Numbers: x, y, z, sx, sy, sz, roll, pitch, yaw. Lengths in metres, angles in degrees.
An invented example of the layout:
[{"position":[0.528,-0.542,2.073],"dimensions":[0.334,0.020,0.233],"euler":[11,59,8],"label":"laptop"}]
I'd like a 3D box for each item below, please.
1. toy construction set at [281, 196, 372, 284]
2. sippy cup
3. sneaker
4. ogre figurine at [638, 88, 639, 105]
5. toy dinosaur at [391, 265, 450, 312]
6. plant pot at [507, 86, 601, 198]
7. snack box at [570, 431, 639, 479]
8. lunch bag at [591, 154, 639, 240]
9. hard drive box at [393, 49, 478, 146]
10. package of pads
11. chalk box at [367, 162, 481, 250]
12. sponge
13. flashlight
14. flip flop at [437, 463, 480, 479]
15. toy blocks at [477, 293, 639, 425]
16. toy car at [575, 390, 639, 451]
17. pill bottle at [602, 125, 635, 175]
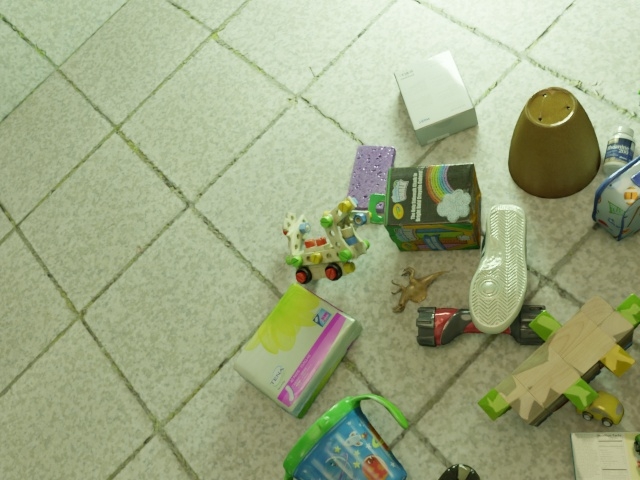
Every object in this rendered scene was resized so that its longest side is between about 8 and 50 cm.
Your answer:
[{"position":[0.000,0.000,1.775],"dimensions":[0.328,0.151,0.214],"euler":[-5,104,50],"label":"toy construction set"},{"position":[0.070,0.524,1.509],"dimensions":[0.224,0.305,0.240],"euler":[43,42,21],"label":"sippy cup"},{"position":[0.445,0.087,1.592],"dimensions":[0.131,0.148,0.349],"euler":[10,60,20],"label":"sneaker"},{"position":[0.898,-0.385,1.684],"dimensions":[0.118,0.097,0.196],"euler":[21,90,9],"label":"ogre figurine"},{"position":[0.252,0.116,1.726],"dimensions":[0.183,0.053,0.092],"euler":[-41,74,8],"label":"toy dinosaur"},{"position":[0.587,-0.267,1.651],"dimensions":[0.237,0.254,0.237],"euler":[-9,64,18],"label":"plant pot"},{"position":[0.704,0.498,1.359],"dimensions":[0.322,0.060,0.187],"euler":[-6,63,18],"label":"snack box"},{"position":[0.787,-0.143,1.522],"dimensions":[0.303,0.243,0.115],"euler":[-37,59,2],"label":"lunch bag"},{"position":[0.337,-0.419,1.910],"dimensions":[0.181,0.089,0.232],"euler":[-19,61,12],"label":"hard drive box"},{"position":[-0.066,0.284,1.729],"dimensions":[0.229,0.101,0.296],"euler":[30,79,29],"label":"package of pads"},{"position":[0.271,-0.083,1.730],"dimensions":[0.289,0.179,0.180],"euler":[-1,67,21],"label":"chalk box"},{"position":[0.147,-0.183,1.906],"dimensions":[0.117,0.031,0.210],"euler":[4,67,22],"label":"sponge"},{"position":[0.391,0.216,1.594],"dimensions":[0.304,0.103,0.103],"euler":[1,37,17],"label":"flashlight"},{"position":[0.257,0.625,1.469],"dimensions":[0.277,0.080,0.112],"euler":[-42,53,-19],"label":"flip flop"},{"position":[0.541,0.276,1.426],"dimensions":[0.381,0.261,0.190],"euler":[-44,61,5],"label":"toy blocks"},{"position":[0.679,0.386,1.362],"dimensions":[0.239,0.053,0.225],"euler":[-12,33,11],"label":"toy car"},{"position":[0.770,-0.230,1.670],"dimensions":[0.067,0.067,0.120],"euler":[11,71,25],"label":"pill bottle"}]
